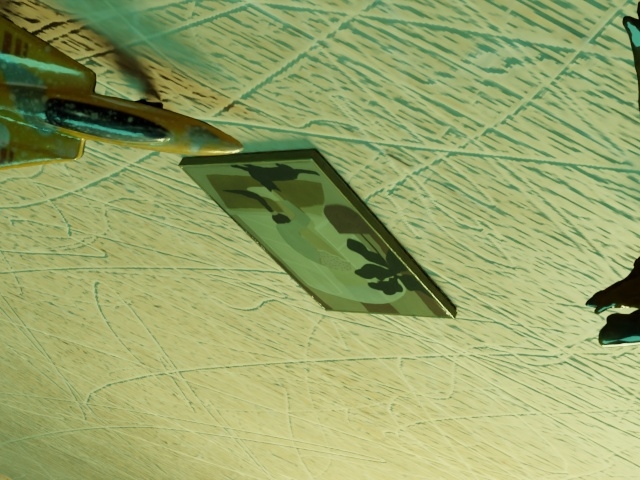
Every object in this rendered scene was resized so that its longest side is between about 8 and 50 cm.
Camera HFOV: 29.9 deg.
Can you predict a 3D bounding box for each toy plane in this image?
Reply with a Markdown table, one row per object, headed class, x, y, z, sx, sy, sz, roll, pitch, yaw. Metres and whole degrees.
| class | x | y | z | sx | sy | sz | roll | pitch | yaw |
| --- | --- | --- | --- | --- | --- | --- | --- | --- | --- |
| toy plane | -0.207 | -0.098 | 0.796 | 0.316 | 0.204 | 0.103 | 10 | -169 | -8 |

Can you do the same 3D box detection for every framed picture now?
| class | x | y | z | sx | sy | sz | roll | pitch | yaw |
| --- | --- | --- | --- | --- | --- | --- | --- | --- | --- |
| framed picture | 0.000 | 0.000 | 0.902 | 0.136 | 0.010 | 0.201 | 0 | 144 | 42 |

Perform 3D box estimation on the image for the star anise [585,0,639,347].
| class | x | y | z | sx | sy | sz | roll | pitch | yaw |
| --- | --- | --- | --- | --- | --- | --- | --- | --- | --- |
| star anise | 0.214 | 0.003 | 0.572 | 0.237 | 0.148 | 0.346 | 45 | 159 | 9 |
